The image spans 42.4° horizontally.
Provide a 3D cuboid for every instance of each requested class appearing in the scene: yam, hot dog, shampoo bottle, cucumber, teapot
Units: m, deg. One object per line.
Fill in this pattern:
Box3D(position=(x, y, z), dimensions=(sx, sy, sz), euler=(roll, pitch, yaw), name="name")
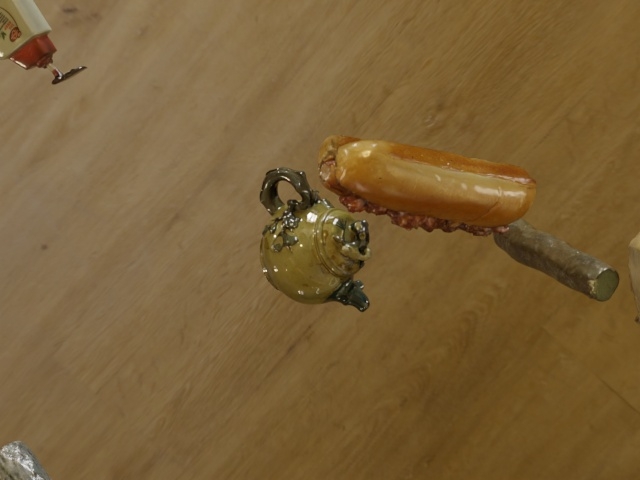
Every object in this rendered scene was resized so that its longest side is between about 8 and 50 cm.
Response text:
Box3D(position=(0.320, 0.021, 1.141), dimensions=(0.061, 0.274, 0.061), euler=(-4, 105, -14), name="yam")
Box3D(position=(0.105, -0.044, 0.756), dimensions=(0.249, 0.102, 0.076), euler=(6, 92, -37), name="hot dog")
Box3D(position=(-0.537, -0.383, 1.453), dimensions=(0.153, 0.071, 0.284), euler=(-39, 97, 25), name="shampoo bottle")
Box3D(position=(-0.419, 0.345, 1.183), dimensions=(0.112, 0.064, 0.064), euler=(42, 94, 24), name="cucumber")
Box3D(position=(0.000, 0.000, 1.327), dimensions=(0.182, 0.173, 0.269), euler=(-15, 104, 39), name="teapot")

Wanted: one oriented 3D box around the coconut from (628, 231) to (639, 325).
Box3D(position=(0.581, 0.085, 1.047), dimensions=(0.404, 0.404, 0.404), euler=(0, 95, 0), name="coconut")
